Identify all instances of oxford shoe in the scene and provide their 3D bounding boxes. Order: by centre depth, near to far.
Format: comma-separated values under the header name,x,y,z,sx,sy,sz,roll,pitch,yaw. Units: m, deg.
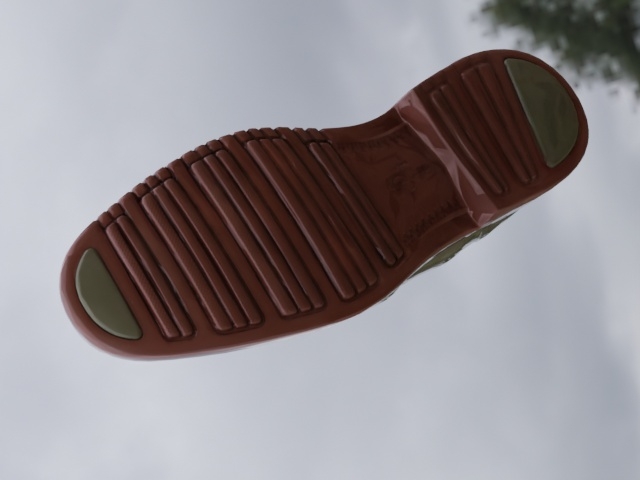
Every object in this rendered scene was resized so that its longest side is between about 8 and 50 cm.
name,x,y,z,sx,sy,sz,roll,pitch,yaw
oxford shoe,0.000,0.000,1.280,0.140,0.397,0.146,63,150,13
